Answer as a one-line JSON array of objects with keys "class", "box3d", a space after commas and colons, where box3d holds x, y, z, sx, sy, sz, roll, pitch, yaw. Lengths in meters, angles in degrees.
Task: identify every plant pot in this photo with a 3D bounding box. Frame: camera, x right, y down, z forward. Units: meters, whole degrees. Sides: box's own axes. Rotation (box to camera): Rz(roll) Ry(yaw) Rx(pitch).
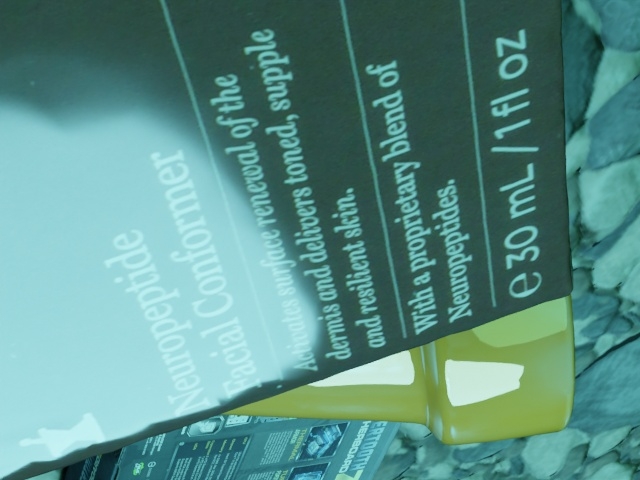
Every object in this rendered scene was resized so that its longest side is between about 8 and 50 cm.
[{"class": "plant pot", "box3d": [0.000, 0.000, 0.660, 0.188, 0.205, 0.205, -10, 141, 0]}]

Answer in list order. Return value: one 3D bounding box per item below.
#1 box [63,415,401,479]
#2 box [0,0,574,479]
[{"class": "box", "box3d": [-0.045, 0.111, 0.849, 0.183, 0.059, 0.232, -3, 134, -29]}, {"class": "box", "box3d": [-0.130, -0.027, 0.395, 0.381, 0.143, 0.191, -18, 141, -3]}]
